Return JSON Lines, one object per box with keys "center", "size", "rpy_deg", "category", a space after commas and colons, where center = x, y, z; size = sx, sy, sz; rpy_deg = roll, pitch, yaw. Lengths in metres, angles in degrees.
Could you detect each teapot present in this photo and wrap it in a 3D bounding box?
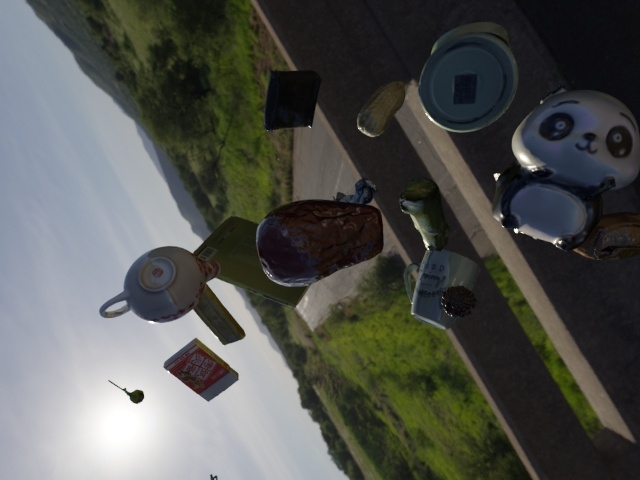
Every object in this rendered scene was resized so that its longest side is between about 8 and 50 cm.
{"center": [-0.329, 0.092, 0.824], "size": [0.116, 0.245, 0.160], "rpy_deg": [102, 147, -76], "category": "teapot"}

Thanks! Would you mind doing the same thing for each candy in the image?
{"center": [-0.521, 0.399, 1.081], "size": [0.122, 0.035, 0.035], "rpy_deg": [18, -165, 19], "category": "candy"}

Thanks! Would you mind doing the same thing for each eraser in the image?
{"center": [-0.429, 0.473, 1.471], "size": [0.230, 0.157, 0.038], "rpy_deg": [49, -171, -23], "category": "eraser"}

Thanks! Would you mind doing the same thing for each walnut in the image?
{"center": [0.795, -0.013, 1.102], "size": [0.137, 0.244, 0.137], "rpy_deg": [-5, -90, -86], "category": "walnut"}

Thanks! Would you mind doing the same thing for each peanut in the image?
{"center": [0.280, -0.604, 1.849], "size": [0.152, 0.313, 0.152], "rpy_deg": [31, 167, 8], "category": "peanut"}

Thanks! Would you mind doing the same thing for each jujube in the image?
{"center": [0.000, 0.000, 0.810], "size": [0.190, 0.254, 0.190], "rpy_deg": [174, 90, -90], "category": "jujube"}

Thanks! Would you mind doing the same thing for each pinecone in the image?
{"center": [0.411, 0.183, 1.209], "size": [0.102, 0.102, 0.109], "rpy_deg": [55, 180, 15], "category": "pinecone"}

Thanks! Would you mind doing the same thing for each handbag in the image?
{"center": [-0.113, -0.556, 1.628], "size": [0.080, 0.222, 0.247], "rpy_deg": [50, 142, 33], "category": "handbag"}

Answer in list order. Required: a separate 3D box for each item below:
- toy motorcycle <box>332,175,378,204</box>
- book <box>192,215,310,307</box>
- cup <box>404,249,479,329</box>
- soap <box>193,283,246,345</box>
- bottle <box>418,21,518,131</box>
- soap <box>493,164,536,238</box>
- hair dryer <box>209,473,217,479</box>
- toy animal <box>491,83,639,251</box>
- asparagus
{"center": [0.124, -0.156, 1.554], "size": [0.102, 0.221, 0.150], "rpy_deg": [18, -138, -35], "category": "toy motorcycle"}
{"center": [-0.177, 0.051, 1.169], "size": [0.351, 0.239, 0.035], "rpy_deg": [19, 133, 16], "category": "book"}
{"center": [0.386, 0.164, 1.401], "size": [0.186, 0.234, 0.257], "rpy_deg": [34, 166, -36], "category": "cup"}
{"center": [-0.354, 0.248, 1.356], "size": [0.252, 0.092, 0.037], "rpy_deg": [58, -155, -20], "category": "soap"}
{"center": [0.378, -0.418, 1.013], "size": [0.228, 0.352, 0.230], "rpy_deg": [11, 121, 19], "category": "bottle"}
{"center": [0.663, -0.129, 1.318], "size": [0.135, 0.076, 0.234], "rpy_deg": [-118, 3, -77], "category": "soap"}
{"center": [-0.273, 0.754, 1.098], "size": [0.067, 0.168, 0.199], "rpy_deg": [19, 163, -37], "category": "hair dryer"}
{"center": [0.524, -0.164, 0.881], "size": [0.251, 0.250, 0.310], "rpy_deg": [47, 130, 44], "category": "toy animal"}
{"center": [0.239, -0.050, 0.894], "size": [0.343, 0.081, 0.085], "rpy_deg": [35, -148, -61], "category": "asparagus"}
